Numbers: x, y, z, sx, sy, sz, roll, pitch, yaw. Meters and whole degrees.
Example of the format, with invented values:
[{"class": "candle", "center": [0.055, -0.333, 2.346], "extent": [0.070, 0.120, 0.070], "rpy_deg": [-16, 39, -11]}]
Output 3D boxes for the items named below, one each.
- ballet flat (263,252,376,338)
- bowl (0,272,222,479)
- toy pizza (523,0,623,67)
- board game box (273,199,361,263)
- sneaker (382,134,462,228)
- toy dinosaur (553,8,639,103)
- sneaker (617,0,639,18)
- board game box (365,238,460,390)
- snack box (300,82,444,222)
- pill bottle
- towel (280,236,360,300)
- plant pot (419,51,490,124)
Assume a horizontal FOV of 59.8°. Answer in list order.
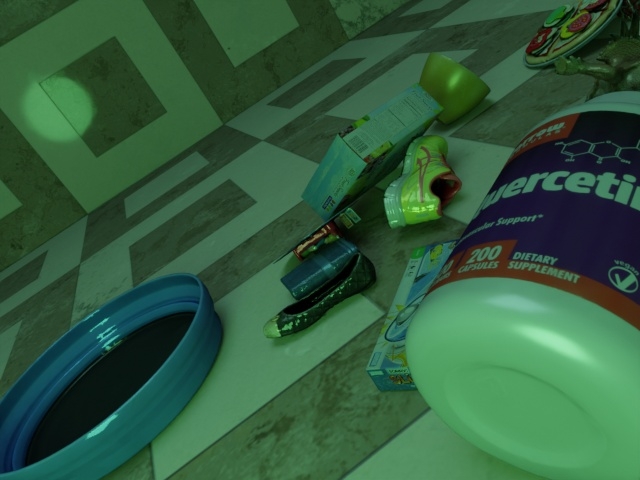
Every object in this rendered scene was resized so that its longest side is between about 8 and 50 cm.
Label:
[{"class": "ballet flat", "center": [-0.005, 0.074, 0.746], "extent": [0.173, 0.049, 0.057], "rpy_deg": [-33, 23, -1]}, {"class": "bowl", "center": [-0.322, 0.204, 0.844], "extent": [0.391, 0.077, 0.391], "rpy_deg": [-26, 25, 13]}, {"class": "toy pizza", "center": [0.472, -0.412, 1.061], "extent": [0.201, 0.032, 0.201], "rpy_deg": [-41, 21, 19]}, {"class": "board game box", "center": [0.000, 0.000, 0.883], "extent": [0.133, 0.033, 0.169], "rpy_deg": [-36, -1, -39]}, {"class": "sneaker", "center": [0.169, -0.090, 0.832], "extent": [0.094, 0.081, 0.208], "rpy_deg": [-2, 41, 32]}, {"class": "toy dinosaur", "center": [0.436, -0.210, 0.684], "extent": [0.200, 0.127, 0.296], "rpy_deg": [-35, 29, -23]}, {"class": "sneaker", "center": [0.622, -0.451, 0.979], "extent": [0.093, 0.087, 0.225], "rpy_deg": [-11, 8, -26]}, {"class": "board game box", "center": [0.142, 0.069, 0.597], "extent": [0.136, 0.035, 0.201], "rpy_deg": [-14, 30, 35]}, {"class": "snack box", "center": [0.083, -0.142, 0.903], "extent": [0.207, 0.070, 0.174], "rpy_deg": [-40, -8, -33]}, {"class": "pill bottle", "center": [0.211, 0.011, 0.448], "extent": [0.182, 0.181, 0.323], "rpy_deg": [-6, 35, 45]}, {"class": "towel", "center": [0.002, 0.043, 0.822], "extent": [0.119, 0.029, 0.067], "rpy_deg": [-34, 23, -6]}, {"class": "plant pot", "center": [0.236, -0.277, 1.052], "extent": [0.095, 0.134, 0.134], "rpy_deg": [-56, 22, 10]}]
